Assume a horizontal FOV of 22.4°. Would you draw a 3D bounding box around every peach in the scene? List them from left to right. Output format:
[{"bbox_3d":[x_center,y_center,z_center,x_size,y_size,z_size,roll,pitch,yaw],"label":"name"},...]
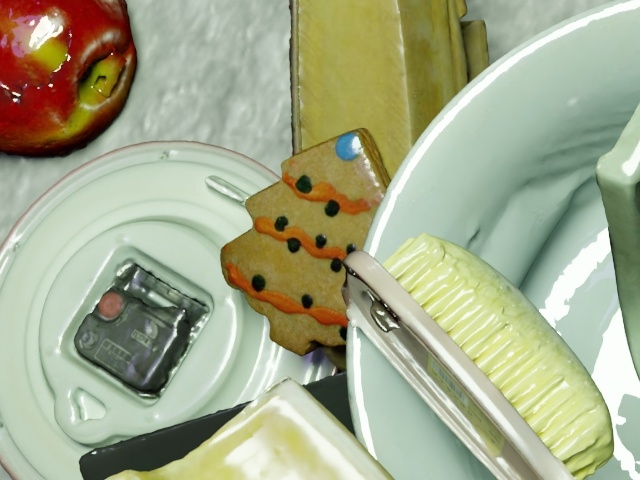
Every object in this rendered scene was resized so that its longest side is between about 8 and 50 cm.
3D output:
[{"bbox_3d":[-0.205,-0.123,1.034,0.172,0.092,0.127,8,82,18],"label":"peach"}]

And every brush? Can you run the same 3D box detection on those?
[{"bbox_3d":[0.123,0.109,0.702,0.067,0.072,0.313,-38,68,-9],"label":"brush"}]

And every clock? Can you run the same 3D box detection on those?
[{"bbox_3d":[-0.101,0.056,0.971,0.244,0.056,0.244,-5,75,18],"label":"clock"}]

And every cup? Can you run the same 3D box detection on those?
[{"bbox_3d":[0.201,0.062,0.807,0.347,0.163,0.347,-5,74,18],"label":"cup"}]

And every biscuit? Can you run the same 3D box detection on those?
[{"bbox_3d":[0.000,0.000,0.863,0.119,0.019,0.130,23,109,23],"label":"biscuit"}]

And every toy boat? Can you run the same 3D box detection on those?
[{"bbox_3d":[0.047,-0.076,0.903,0.089,0.121,0.321,1,99,34],"label":"toy boat"}]

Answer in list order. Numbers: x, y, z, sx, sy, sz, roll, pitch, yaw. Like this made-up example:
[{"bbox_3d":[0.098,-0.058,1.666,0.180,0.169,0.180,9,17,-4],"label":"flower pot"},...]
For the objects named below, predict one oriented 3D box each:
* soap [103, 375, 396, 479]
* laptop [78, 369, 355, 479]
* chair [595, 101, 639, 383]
[{"bbox_3d":[0.015,0.274,0.743,0.156,0.293,0.335,-31,64,-30],"label":"soap"},{"bbox_3d":[-0.024,0.146,0.903,0.197,0.016,0.135,-18,110,12],"label":"laptop"},{"bbox_3d":[0.243,-0.028,0.644,0.203,0.190,0.274,27,79,28],"label":"chair"}]
